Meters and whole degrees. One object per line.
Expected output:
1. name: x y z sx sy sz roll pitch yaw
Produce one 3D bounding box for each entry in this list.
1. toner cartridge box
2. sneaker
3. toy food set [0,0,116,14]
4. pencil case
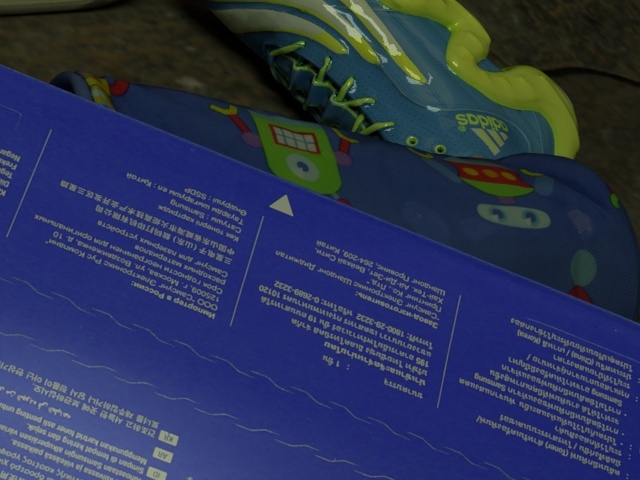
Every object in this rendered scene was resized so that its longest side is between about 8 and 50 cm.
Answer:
1. toner cartridge box: -0.037 0.061 0.560 0.348 0.075 0.165 22 51 -7
2. sneaker: 0.031 -0.081 1.030 0.240 0.091 0.126 27 39 -11
3. toy food set: -0.233 -0.217 0.979 0.306 0.092 0.220 -9 55 -41
4. pencil case: 0.000 0.000 0.896 0.306 0.119 0.133 7 47 -31
